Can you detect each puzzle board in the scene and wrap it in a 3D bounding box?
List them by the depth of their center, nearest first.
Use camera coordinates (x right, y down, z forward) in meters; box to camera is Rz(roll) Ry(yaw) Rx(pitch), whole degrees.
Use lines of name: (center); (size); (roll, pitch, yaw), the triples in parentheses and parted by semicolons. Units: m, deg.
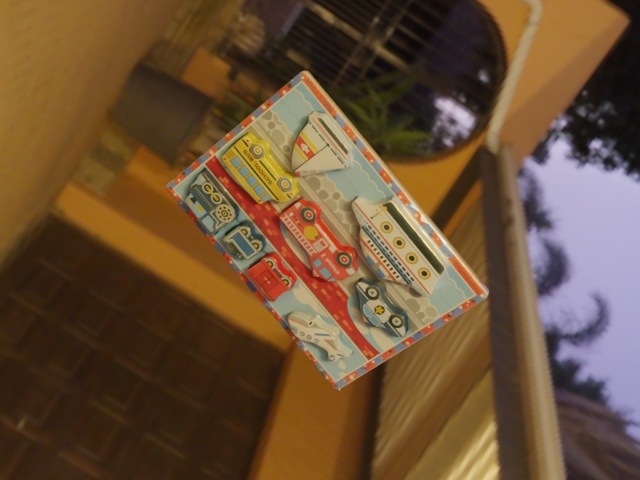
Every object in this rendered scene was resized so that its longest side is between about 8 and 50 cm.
puzzle board: (0.000, 0.000, 0.531); (0.096, 0.128, 0.011); (-36, -172, 33)
